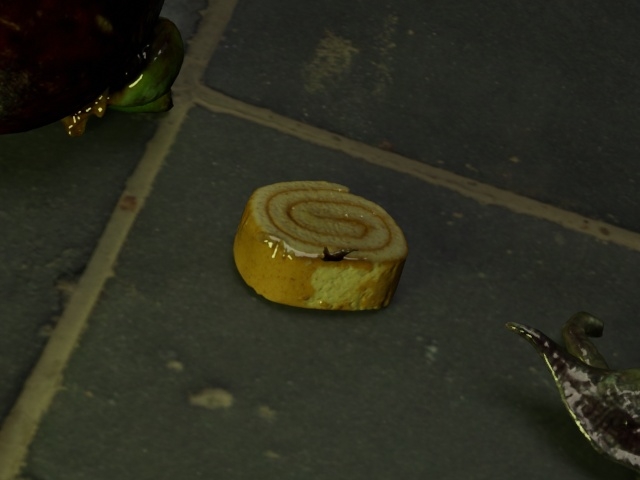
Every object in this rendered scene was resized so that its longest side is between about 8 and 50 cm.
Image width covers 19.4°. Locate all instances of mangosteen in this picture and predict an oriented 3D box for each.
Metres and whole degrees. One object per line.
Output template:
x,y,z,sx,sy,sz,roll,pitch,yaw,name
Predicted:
-0.274,-0.221,1.691,0.306,0.359,0.306,-10,52,13,mangosteen

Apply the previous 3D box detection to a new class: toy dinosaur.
0.293,0.147,1.593,0.294,0.077,0.162,32,40,15,toy dinosaur

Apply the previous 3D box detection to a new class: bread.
0.000,0.000,1.655,0.149,0.073,0.122,3,38,-19,bread
